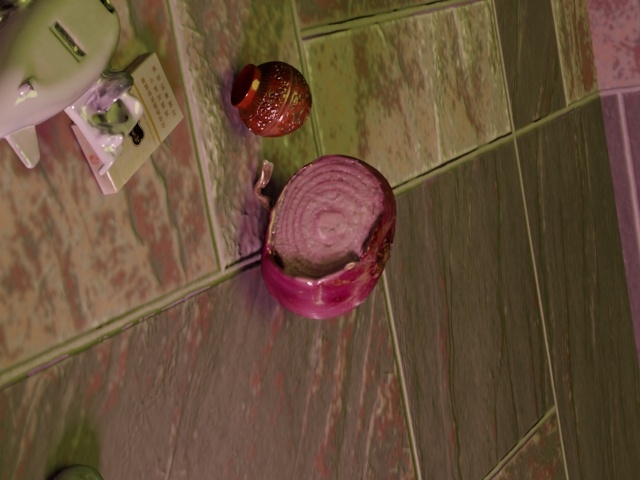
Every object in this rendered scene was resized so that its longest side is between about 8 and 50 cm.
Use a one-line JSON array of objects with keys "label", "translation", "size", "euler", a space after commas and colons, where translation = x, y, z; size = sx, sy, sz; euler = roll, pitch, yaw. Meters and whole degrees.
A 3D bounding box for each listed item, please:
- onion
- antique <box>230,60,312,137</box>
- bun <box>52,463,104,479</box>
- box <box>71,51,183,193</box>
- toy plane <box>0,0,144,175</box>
[{"label": "onion", "translation": [0.013, 0.002, 1.791], "size": [0.200, 0.200, 0.207], "euler": [38, 41, -53]}, {"label": "antique", "translation": [-0.059, -0.178, 1.758], "size": [0.104, 0.104, 0.104], "euler": [15, 73, -59]}, {"label": "bun", "translation": [-0.244, 0.267, 1.413], "size": [0.083, 0.045, 0.083], "euler": [-2, 93, -61]}, {"label": "box", "translation": [-0.213, -0.133, 1.550], "size": [0.167, 0.024, 0.090], "euler": [-57, 133, -48]}, {"label": "toy plane", "translation": [-0.278, -0.171, 1.349], "size": [0.252, 0.118, 0.252], "euler": [25, 54, -39]}]
